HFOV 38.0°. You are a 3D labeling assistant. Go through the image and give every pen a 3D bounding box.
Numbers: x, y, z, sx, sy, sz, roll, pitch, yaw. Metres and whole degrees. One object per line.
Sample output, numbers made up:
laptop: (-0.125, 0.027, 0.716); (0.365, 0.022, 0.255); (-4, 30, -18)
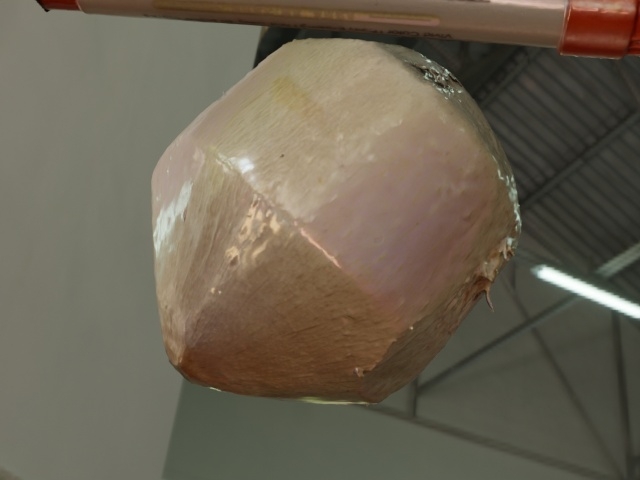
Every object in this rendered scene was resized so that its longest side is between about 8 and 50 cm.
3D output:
pen: (0.023, -0.079, 0.303); (0.239, 0.028, 0.028); (6, -33, 6)

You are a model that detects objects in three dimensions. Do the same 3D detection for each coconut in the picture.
coconut: (0.000, 0.000, 0.580); (0.224, 0.234, 0.224); (28, -25, 15)
